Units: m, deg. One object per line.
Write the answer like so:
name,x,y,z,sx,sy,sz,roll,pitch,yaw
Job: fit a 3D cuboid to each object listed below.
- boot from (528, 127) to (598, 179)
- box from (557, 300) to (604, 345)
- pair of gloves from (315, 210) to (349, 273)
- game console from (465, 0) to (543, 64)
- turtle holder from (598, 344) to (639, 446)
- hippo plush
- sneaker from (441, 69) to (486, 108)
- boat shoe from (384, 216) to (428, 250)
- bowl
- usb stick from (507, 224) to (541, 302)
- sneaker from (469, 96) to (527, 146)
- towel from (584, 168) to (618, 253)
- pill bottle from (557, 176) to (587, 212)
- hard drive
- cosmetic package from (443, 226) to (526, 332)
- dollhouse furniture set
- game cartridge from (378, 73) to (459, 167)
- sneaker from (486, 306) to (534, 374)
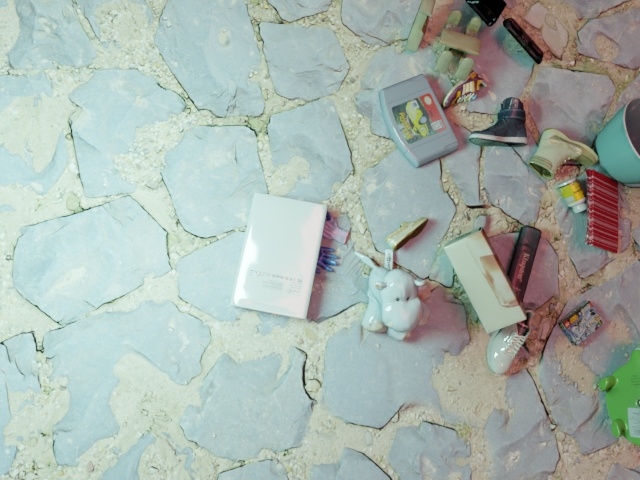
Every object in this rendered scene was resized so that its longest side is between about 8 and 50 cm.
boot,0.855,-0.279,1.552,0.213,0.077,0.165,31,78,1
box,0.891,0.282,1.502,0.137,0.027,0.094,-33,90,-12
pair of gloves,0.000,0.000,1.400,0.159,0.023,0.198,26,79,-5
game console,0.665,-0.765,1.566,0.361,0.044,0.213,43,48,-7
turtle holder,1.065,0.507,1.418,0.228,0.243,0.320,17,39,-21
hippo plush,0.250,0.158,1.308,0.234,0.236,0.294,-3,83,-9
sneaker,0.503,-0.512,1.531,0.084,0.069,0.185,43,78,5
boat shoe,0.280,-0.034,1.430,0.170,0.063,0.059,-34,60,-24
bowl,1.097,-0.321,1.534,0.312,0.163,0.311,7,71,-19
usb stick,0.681,0.082,1.487,0.077,0.045,0.278,22,79,-6
sneaker,0.612,-0.411,1.518,0.226,0.086,0.163,-2,93,-19
towel,0.989,-0.102,1.542,0.199,0.031,0.274,11,80,-32
pill bottle,0.891,-0.158,1.546,0.065,0.065,0.116,-26,88,-12
hard drive,-0.124,0.045,1.347,0.233,0.047,0.352,11,81,1
cosmetic package,0.516,0.118,1.384,0.129,0.153,0.296,-27,88,21
dollhouse furniture set,0.430,-0.702,1.476,0.242,0.161,0.212,18,65,1
game cartridge,0.325,-0.405,1.497,0.196,0.060,0.294,-25,87,-8
sneaker,0.615,0.321,1.419,0.090,0.095,0.235,25,80,-7
